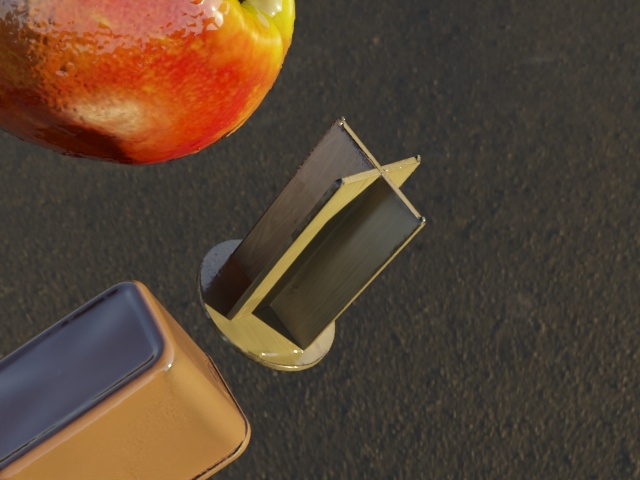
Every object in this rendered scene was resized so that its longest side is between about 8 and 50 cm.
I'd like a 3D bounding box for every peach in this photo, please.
[{"bbox_3d":[-0.216,-0.234,1.034,0.373,0.372,0.290,3,69,9],"label":"peach"}]

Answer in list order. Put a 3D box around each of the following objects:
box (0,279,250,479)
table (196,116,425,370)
[{"bbox_3d":[-0.320,0.255,1.556,0.339,0.229,0.239,-34,42,-4],"label":"box"},{"bbox_3d":[0.000,0.000,1.064,0.167,0.226,0.167,24,39,-21],"label":"table"}]
